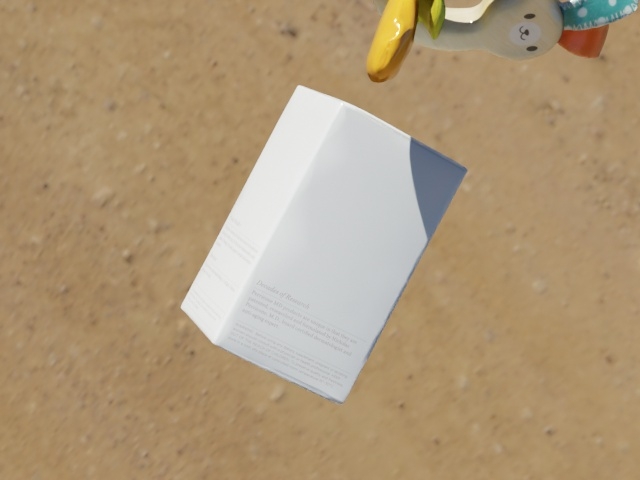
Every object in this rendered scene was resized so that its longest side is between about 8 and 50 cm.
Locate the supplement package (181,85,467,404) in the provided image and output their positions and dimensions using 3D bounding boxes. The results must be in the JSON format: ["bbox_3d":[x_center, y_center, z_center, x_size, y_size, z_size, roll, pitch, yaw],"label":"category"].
[{"bbox_3d":[0.000,0.000,1.094,0.105,0.105,0.179,27,93,-20],"label":"supplement package"}]

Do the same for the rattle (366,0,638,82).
[{"bbox_3d":[0.124,-0.133,1.034,0.199,0.130,0.143,30,23,-28],"label":"rattle"}]
